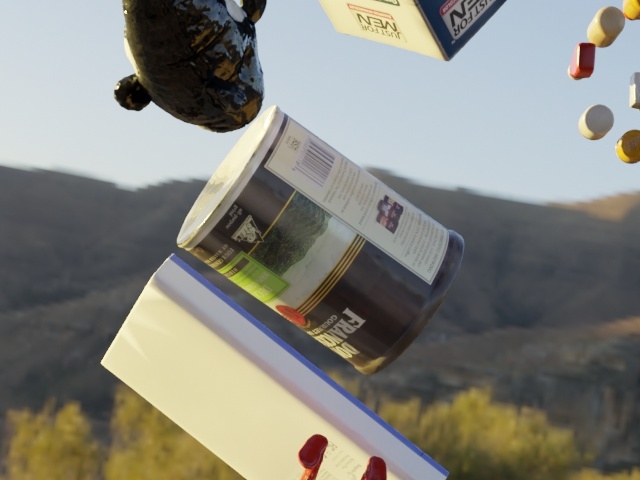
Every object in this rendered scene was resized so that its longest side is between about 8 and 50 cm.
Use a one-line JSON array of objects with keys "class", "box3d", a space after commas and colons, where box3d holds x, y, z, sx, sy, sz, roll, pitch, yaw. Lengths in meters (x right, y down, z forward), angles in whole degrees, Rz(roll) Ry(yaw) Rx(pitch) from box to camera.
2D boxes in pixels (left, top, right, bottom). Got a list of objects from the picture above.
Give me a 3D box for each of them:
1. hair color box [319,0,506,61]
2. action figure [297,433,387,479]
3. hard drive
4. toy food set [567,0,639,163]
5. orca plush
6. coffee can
[{"class": "hair color box", "box3d": [0.025, -0.337, 1.431, 0.174, 0.105, 0.347, 24, -25, 48]}, {"class": "action figure", "box3d": [-0.032, 0.316, 1.321, 0.091, 0.280, 0.139, 21, 30, 3]}, {"class": "hard drive", "box3d": [-0.051, 0.165, 1.481, 0.318, 0.040, 0.210, 38, -34, 1]}, {"class": "toy food set", "box3d": [0.379, -0.211, 2.008, 0.111, 0.232, 0.104, 1, -5, 2]}, {"class": "orca plush", "box3d": [-0.078, -0.153, 1.212, 0.102, 0.151, 0.287, 46, -24, 23]}, {"class": "coffee can", "box3d": [0.000, 0.000, 1.835, 0.275, 0.201, 0.201, 35, -11, -11]}]
